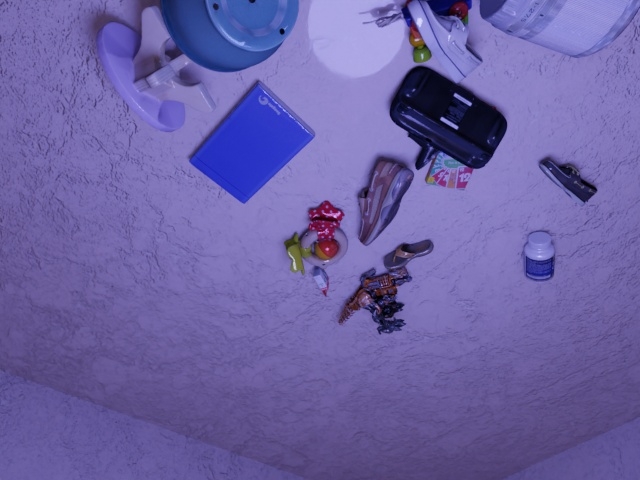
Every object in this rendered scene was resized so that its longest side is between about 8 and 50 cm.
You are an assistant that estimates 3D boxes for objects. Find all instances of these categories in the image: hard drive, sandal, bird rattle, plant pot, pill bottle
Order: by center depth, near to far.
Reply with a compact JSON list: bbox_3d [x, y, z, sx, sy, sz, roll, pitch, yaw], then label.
[{"bbox_3d":[-0.172,-0.490,0.894,0.272,0.255,0.271,-11,116,-24],"label":"plant pot"},{"bbox_3d":[-0.201,-0.271,1.251,0.210,0.040,0.319,39,118,-25],"label":"hard drive"},{"bbox_3d":[0.000,0.000,1.434,0.207,0.143,0.253,33,108,-35],"label":"bird rattle"},{"bbox_3d":[0.742,0.056,1.458,0.094,0.094,0.169,-13,126,10],"label":"pill bottle"},{"bbox_3d":[0.295,0.039,1.462,0.180,0.072,0.049,-24,134,10],"label":"sandal"}]

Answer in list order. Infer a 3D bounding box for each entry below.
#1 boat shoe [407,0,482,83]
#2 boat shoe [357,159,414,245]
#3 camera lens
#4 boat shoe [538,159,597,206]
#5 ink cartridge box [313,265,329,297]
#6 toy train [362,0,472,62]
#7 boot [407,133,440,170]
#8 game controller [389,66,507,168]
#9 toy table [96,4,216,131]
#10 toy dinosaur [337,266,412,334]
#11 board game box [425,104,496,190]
[{"bbox_3d":[0.286,-0.453,0.958,0.088,0.096,0.268,-31,144,29],"label":"boat shoe"},{"bbox_3d":[0.178,-0.116,1.335,0.116,0.123,0.324,36,136,15],"label":"boat shoe"},{"bbox_3d":[0.523,-0.541,0.933,0.275,0.219,0.219,14,126,-10],"label":"camera lens"},{"bbox_3d":[0.744,-0.185,1.290,0.228,0.081,0.068,28,120,-27],"label":"boat shoe"},{"bbox_3d":[0.011,0.146,1.550,0.029,0.062,0.115,-18,125,16],"label":"ink cartridge box"},{"bbox_3d":[0.236,-0.500,1.049,0.248,0.105,0.143,-12,139,9],"label":"toy train"},{"bbox_3d":[0.291,-0.274,1.233,0.099,0.045,0.121,42,122,-7],"label":"boot"},{"bbox_3d":[0.348,-0.328,1.158,0.319,0.067,0.166,27,90,-10],"label":"game controller"},{"bbox_3d":[-0.384,-0.410,1.039,0.161,0.252,0.274,-12,135,29],"label":"toy table"},{"bbox_3d":[0.204,0.217,1.581,0.218,0.164,0.322,48,134,-13],"label":"toy dinosaur"},{"bbox_3d":[0.408,-0.272,1.254,0.124,0.039,0.259,9,124,-6],"label":"board game box"}]
